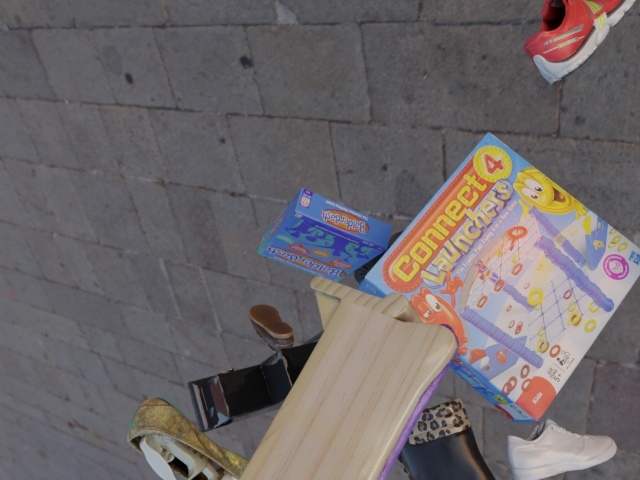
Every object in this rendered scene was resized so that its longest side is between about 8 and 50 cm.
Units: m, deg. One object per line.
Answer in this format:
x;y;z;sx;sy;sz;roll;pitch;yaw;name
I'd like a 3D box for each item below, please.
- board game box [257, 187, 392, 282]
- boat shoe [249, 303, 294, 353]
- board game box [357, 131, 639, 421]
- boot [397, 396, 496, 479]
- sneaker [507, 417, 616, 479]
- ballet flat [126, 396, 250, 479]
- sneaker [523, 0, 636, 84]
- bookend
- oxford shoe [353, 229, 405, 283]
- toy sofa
0.000;0.000;1.006;0.160;0.047;0.210;21;155;-13;board game box
-0.122;0.219;1.453;0.207;0.073;0.073;-142;46;-63;boat shoe
0.268;0.049;0.888;0.302;0.308;0.086;39;165;6;board game box
0.196;0.491;1.177;0.377;0.138;0.284;-37;66;41;boot
0.437;0.367;1.085;0.080;0.212;0.094;126;134;-65;sneaker
-0.222;0.441;1.141;0.349;0.123;0.123;40;137;-5;ballet flat
0.452;-0.401;1.043;0.118;0.279;0.107;42;160;-9;sneaker
-0.074;0.187;0.802;0.156;0.157;0.072;-44;60;52;bookend
0.154;0.031;1.213;0.096;0.227;0.082;14;123;60;oxford shoe
0.005;0.230;0.577;0.177;0.362;0.150;16;156;37;toy sofa
